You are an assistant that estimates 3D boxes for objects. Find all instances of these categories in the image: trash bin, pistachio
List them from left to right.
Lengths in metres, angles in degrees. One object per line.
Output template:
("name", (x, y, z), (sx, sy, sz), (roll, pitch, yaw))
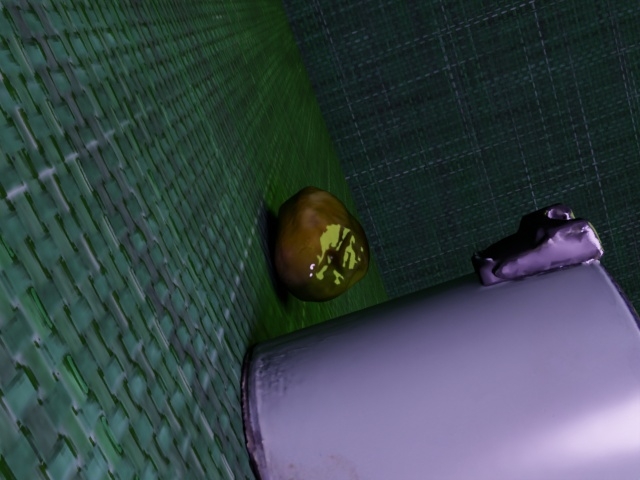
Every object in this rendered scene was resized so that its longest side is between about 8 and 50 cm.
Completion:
("pistachio", (-0.001, -0.004, 0.754), (0.189, 0.100, 0.110), (-81, 155, -72))
("trash bin", (0.103, 0.141, 0.517), (0.217, 0.262, 0.277), (-78, 149, -77))
